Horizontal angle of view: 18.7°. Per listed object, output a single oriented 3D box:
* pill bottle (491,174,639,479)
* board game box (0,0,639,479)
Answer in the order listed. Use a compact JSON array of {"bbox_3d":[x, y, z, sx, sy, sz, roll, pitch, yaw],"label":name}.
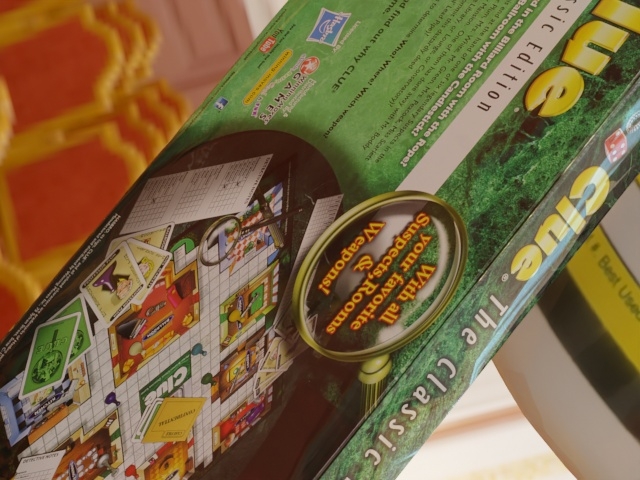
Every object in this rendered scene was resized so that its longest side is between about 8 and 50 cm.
[{"bbox_3d":[0.222,-0.042,0.642,0.188,0.334,0.188,37,25,-20],"label":"pill bottle"},{"bbox_3d":[0.000,0.000,0.551,0.136,0.260,0.030,33,-9,47],"label":"board game box"}]
